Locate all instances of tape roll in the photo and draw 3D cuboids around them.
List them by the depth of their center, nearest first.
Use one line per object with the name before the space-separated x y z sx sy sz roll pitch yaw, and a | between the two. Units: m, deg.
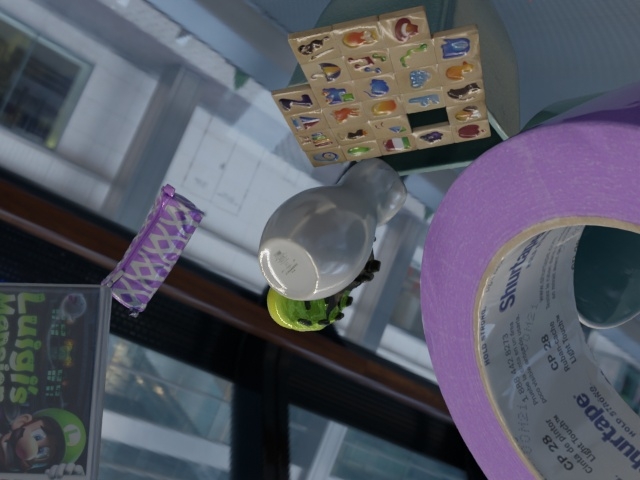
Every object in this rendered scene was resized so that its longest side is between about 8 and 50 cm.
tape roll | 0.176 0.062 0.397 0.090 0.275 0.274 -25 -159 -32

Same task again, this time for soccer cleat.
soccer cleat | -0.012 0.058 1.140 0.121 0.094 0.289 -4 -165 27

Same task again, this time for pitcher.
pitcher | 0.000 0.000 1.006 0.125 0.207 0.178 45 132 2

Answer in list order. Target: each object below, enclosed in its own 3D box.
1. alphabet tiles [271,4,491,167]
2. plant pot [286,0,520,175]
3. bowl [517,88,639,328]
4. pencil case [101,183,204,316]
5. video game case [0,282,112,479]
alphabet tiles | 0.057 -0.140 0.773 0.198 0.009 0.237 -9 157 12
plant pot | 0.139 -0.269 1.147 0.247 0.252 0.248 -6 149 36
bowl | 0.343 -0.059 1.029 0.311 0.312 0.163 30 177 -42
pencil case | -0.271 0.013 1.278 0.086 0.206 0.088 30 177 39
video game case | -0.277 0.132 0.706 0.173 0.191 0.022 1 169 2
